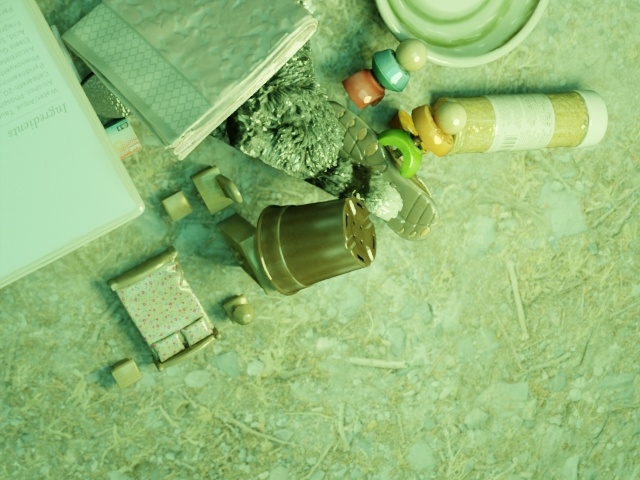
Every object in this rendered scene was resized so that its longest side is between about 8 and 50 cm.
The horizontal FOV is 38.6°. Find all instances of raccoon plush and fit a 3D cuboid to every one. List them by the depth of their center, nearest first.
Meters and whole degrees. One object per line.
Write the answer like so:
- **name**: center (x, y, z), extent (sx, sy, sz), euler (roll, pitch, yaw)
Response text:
- **raccoon plush**: center (-0.003, -0.262, 1.641), extent (0.446, 0.216, 0.299), euler (24, 96, -30)

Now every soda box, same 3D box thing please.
- **soda box**: center (-0.409, -0.149, 1.595), extent (0.183, 0.058, 0.063), euler (-30, 112, -13)

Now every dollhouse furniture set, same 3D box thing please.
- **dollhouse furniture set**: center (-0.265, 0.083, 1.650), extent (0.355, 0.174, 0.303), euler (-31, 112, -12)

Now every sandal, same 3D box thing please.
- **sandal**: center (-0.308, -0.292, 1.607), extent (0.254, 0.054, 0.097), euler (-31, 119, -22)

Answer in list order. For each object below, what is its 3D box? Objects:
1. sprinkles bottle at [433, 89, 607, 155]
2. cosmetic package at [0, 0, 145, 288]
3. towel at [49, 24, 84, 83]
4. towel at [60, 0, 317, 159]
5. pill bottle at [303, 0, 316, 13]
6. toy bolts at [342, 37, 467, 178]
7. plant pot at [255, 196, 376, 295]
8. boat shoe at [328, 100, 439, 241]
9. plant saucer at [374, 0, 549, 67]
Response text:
- **sprinkles bottle**: center (0.405, -0.241, 1.858), extent (0.355, 0.121, 0.121), euler (-5, 106, -20)
- **cosmetic package**: center (-0.506, -0.147, 1.360), extent (0.327, 0.329, 0.394), euler (-29, 101, -13)
- **towel**: center (-0.506, -0.265, 1.545), extent (0.197, 0.029, 0.144), euler (-26, 109, -14)
- **towel**: center (-0.221, -0.341, 1.488), extent (0.317, 0.332, 0.053), euler (-44, 158, -4)
- **pill bottle**: center (-0.044, -0.450, 1.668), extent (0.043, 0.043, 0.083), euler (-45, 115, -5)
- **toy bolts**: center (0.177, -0.263, 1.711), extent (0.158, 0.218, 0.228), euler (-34, 93, 24)
- **plant pot**: center (0.000, 0.000, 1.602), extent (0.165, 0.167, 0.167), euler (-14, 115, 27)
- **boat shoe**: center (0.106, -0.137, 1.775), extent (0.123, 0.116, 0.324), euler (-37, 98, 20)
- **plant saucer**: center (0.258, -0.533, 1.735), extent (0.400, 0.100, 0.401), euler (-5, 105, -20)
